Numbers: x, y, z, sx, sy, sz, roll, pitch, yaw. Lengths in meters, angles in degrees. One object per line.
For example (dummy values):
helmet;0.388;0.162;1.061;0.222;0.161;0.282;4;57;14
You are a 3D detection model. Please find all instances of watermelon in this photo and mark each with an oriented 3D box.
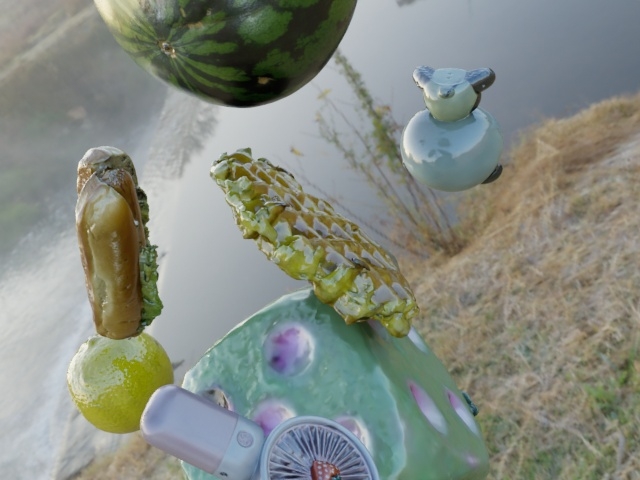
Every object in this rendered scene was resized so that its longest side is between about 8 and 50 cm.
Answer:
watermelon;-0.098;-0.288;0.819;0.285;0.285;0.285;-29;26;16

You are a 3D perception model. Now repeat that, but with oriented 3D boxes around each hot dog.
hot dog;-0.269;0.020;1.073;0.100;0.337;0.135;-4;49;-12

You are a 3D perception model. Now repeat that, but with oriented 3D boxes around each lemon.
lemon;-0.344;0.245;1.377;0.178;0.203;0.178;-22;28;12

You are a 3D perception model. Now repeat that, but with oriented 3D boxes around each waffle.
waffle;0.000;0.000;0.964;0.068;0.325;0.302;-52;25;11

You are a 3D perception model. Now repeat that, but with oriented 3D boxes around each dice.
dice;0.018;0.270;1.081;0.318;0.322;0.330;-40;63;14

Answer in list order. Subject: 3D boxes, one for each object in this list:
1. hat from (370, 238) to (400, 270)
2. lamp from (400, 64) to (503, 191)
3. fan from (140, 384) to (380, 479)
hat;0.082;0.032;1.509;0.166;0.144;0.173;12;26;0
lamp;0.247;-0.207;1.496;0.198;0.244;0.198;-5;37;4
fan;-0.057;0.212;0.759;0.074;0.244;0.130;-54;12;42
